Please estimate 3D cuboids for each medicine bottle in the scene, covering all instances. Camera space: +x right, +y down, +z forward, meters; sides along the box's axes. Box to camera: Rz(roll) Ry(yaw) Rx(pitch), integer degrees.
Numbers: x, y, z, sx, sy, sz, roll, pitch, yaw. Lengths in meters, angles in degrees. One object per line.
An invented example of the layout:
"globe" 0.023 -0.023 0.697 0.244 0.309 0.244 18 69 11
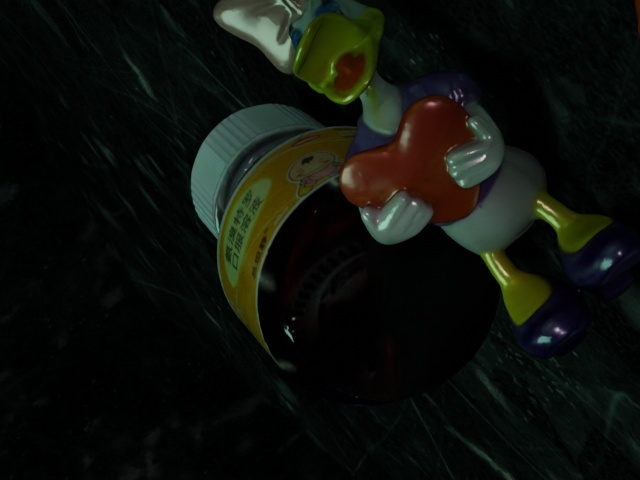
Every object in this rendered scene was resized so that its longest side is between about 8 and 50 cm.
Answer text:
"medicine bottle" 0.000 0.000 1.834 0.242 0.242 0.395 57 170 -24

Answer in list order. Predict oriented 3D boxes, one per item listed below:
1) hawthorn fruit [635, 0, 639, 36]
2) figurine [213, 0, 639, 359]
"hawthorn fruit" 0.253 -0.099 0.794 0.242 0.242 0.271 35 156 47
"figurine" 0.092 -0.086 1.537 0.421 0.154 0.193 43 -159 -4
